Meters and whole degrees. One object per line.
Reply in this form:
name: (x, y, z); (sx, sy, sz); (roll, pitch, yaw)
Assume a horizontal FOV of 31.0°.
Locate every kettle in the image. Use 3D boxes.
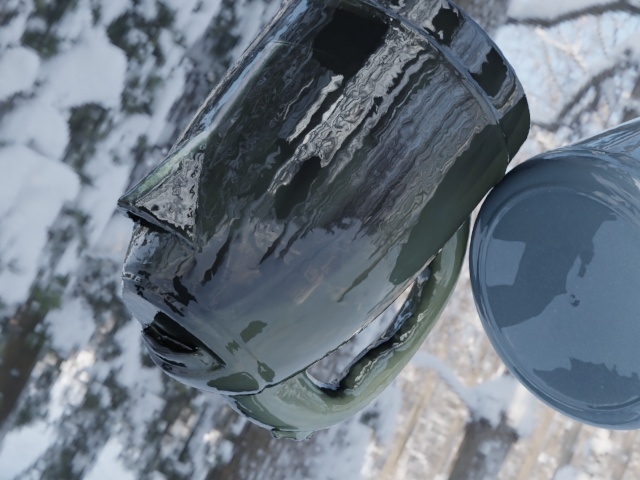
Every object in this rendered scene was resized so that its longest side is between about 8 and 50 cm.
kettle: (0.000, 0.000, 0.920); (0.228, 0.324, 0.321); (21, -25, 45)

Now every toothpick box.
toothpick box: (0.318, -0.012, 1.027); (0.355, 0.263, 0.263); (-22, 27, -39)
